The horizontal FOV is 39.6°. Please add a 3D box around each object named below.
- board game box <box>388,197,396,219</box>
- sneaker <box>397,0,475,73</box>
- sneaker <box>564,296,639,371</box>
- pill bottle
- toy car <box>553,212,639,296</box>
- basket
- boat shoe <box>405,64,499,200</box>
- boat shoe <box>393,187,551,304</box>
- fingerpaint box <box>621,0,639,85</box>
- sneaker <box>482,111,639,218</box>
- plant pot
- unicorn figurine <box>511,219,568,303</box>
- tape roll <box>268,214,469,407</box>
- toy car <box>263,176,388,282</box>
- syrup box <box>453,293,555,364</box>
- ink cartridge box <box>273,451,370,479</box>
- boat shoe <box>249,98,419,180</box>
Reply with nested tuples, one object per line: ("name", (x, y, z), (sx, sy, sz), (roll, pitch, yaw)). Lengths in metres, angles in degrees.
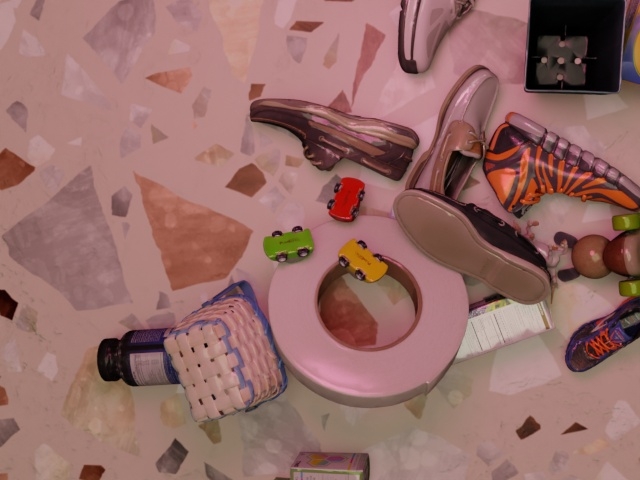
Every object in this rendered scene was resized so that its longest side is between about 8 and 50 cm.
("board game box", (0.183, -0.033, 1.845), (0.090, 0.020, 0.090), (20, 98, 8))
("sneaker", (0.313, -0.518, 1.710), (0.257, 0.169, 0.448), (18, 95, 10))
("sneaker", (0.578, 0.184, 1.763), (0.221, 0.087, 0.083), (-42, 86, 10))
("pill bottle", (-0.359, 0.250, 1.905), (0.219, 0.123, 0.123), (-4, 94, 10))
("toy car", (0.556, 0.030, 1.756), (0.188, 0.149, 0.155), (-6, 90, 39))
("basket", (-0.174, 0.222, 1.791), (0.201, 0.289, 0.255), (-22, 89, 27))
("boat shoe", (0.281, -0.192, 1.756), (0.103, 0.113, 0.302), (41, 114, 45))
("boat shoe", (0.299, -0.011, 1.713), (0.340, 0.113, 0.127), (29, 132, 2))
("fingerpaint box", (0.773, -0.470, 1.598), (0.370, 0.163, 0.445), (15, 111, 8))
("sneaker", (0.467, -0.104, 1.754), (0.321, 0.124, 0.180), (33, 103, 16))
("plant pot", (0.462, -0.353, 1.665), (0.165, 0.234, 0.166), (3, 96, 9))
("unicorn figurine", (0.446, 0.028, 1.779), (0.060, 0.111, 0.162), (-29, 65, -20))
("tape roll", (0.092, 0.133, 1.726), (0.391, 0.072, 0.392), (0, 61, 0))
("toy car", (0.000, 0.000, 1.729), (0.224, 0.053, 0.239), (-11, 61, -5))
("syrup box", (0.345, 0.168, 1.797), (0.236, 0.093, 0.096), (-22, 90, 10))
("ink cartridge box", (-0.006, 0.491, 1.873), (0.209, 0.109, 0.062), (-1, 94, 10))
("boat shoe", (0.018, -0.203, 1.804), (0.355, 0.132, 0.130), (15, 96, 9))
